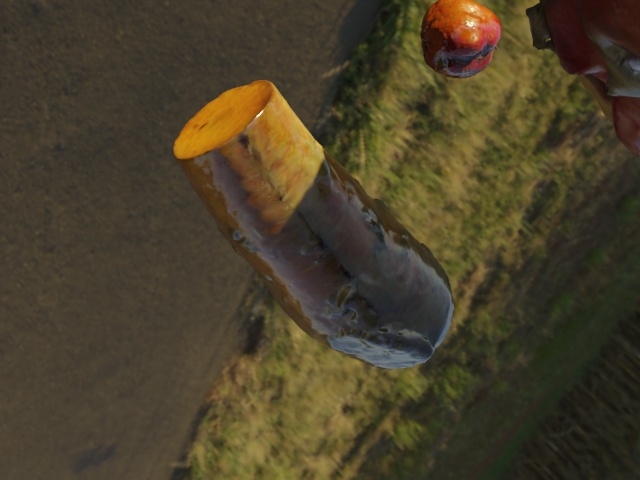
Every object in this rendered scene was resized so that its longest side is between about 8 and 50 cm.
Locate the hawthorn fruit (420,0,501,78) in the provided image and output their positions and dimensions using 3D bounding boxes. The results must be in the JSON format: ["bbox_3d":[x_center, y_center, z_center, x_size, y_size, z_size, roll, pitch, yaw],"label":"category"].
[{"bbox_3d":[0.151,-0.215,0.999,0.093,0.093,0.093,-37,156,-19],"label":"hawthorn fruit"}]

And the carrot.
[{"bbox_3d":[0.000,0.000,0.811,0.138,0.138,0.302,-43,119,-4],"label":"carrot"}]

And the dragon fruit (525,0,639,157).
[{"bbox_3d":[0.298,-0.199,0.623,0.329,0.329,0.329,-37,156,-19],"label":"dragon fruit"}]
